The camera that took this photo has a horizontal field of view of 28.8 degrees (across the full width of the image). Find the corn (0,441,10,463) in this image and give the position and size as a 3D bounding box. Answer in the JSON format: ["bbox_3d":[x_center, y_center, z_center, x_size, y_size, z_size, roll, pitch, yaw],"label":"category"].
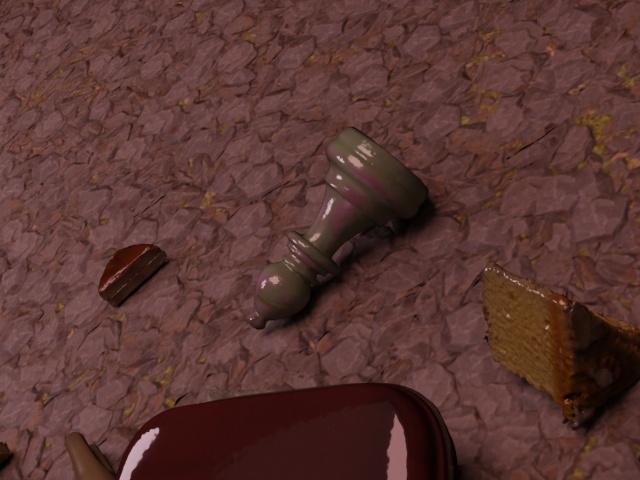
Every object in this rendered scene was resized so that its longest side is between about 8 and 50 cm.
[{"bbox_3d":[-0.456,0.295,1.654,0.092,0.037,0.037,-28,39,14],"label":"corn"}]

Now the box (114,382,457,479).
[{"bbox_3d":[-0.045,0.276,1.257,0.404,0.108,0.263,-10,63,32],"label":"box"}]

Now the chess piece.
[{"bbox_3d":[0.000,0.000,1.534,0.271,0.139,0.139,-50,38,2],"label":"chess piece"}]

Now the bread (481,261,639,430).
[{"bbox_3d":[0.239,0.082,1.232,0.127,0.152,0.147,-37,37,-15],"label":"bread"}]

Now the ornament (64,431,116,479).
[{"bbox_3d":[-0.311,0.368,1.446,0.230,0.061,0.245,-44,35,-5],"label":"ornament"}]

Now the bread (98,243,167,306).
[{"bbox_3d":[-0.271,0.038,1.759,0.109,0.043,0.062,-41,40,-1],"label":"bread"}]

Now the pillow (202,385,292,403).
[{"bbox_3d":[-0.062,0.224,1.402,0.229,0.051,0.128,-2,54,35],"label":"pillow"}]
